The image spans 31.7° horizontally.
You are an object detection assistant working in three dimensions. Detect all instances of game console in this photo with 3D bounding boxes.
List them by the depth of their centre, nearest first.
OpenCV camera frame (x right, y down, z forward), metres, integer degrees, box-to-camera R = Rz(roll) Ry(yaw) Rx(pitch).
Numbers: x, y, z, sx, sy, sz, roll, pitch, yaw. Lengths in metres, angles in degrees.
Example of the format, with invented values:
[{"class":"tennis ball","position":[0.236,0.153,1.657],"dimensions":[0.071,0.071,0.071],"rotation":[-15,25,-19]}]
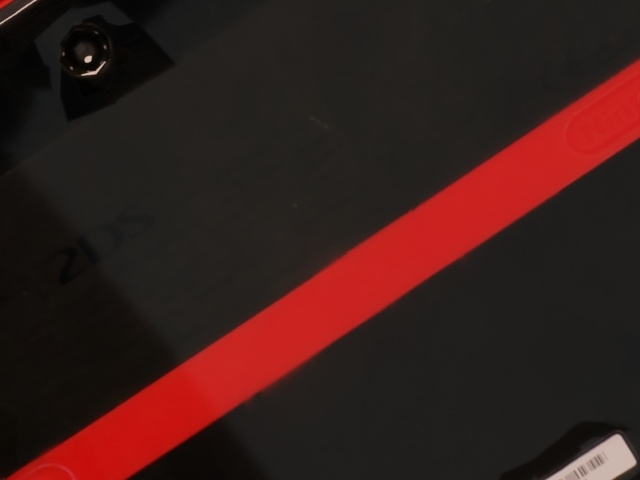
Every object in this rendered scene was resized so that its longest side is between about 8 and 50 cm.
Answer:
[{"class":"game console","position":[0.015,0.001,0.490],"dimensions":[0.386,0.060,0.342],"rotation":[-34,102,1]}]
